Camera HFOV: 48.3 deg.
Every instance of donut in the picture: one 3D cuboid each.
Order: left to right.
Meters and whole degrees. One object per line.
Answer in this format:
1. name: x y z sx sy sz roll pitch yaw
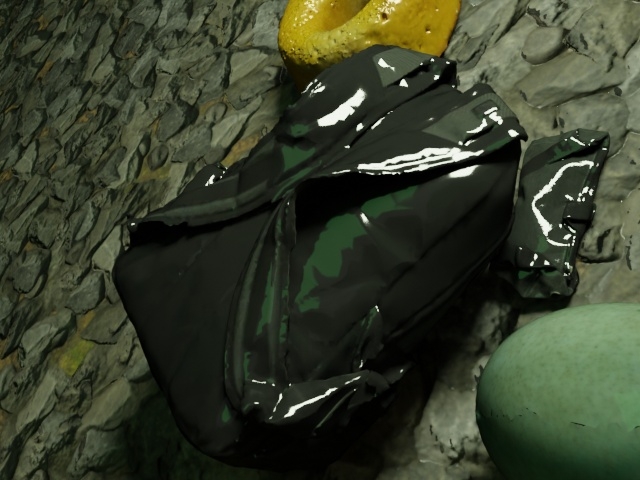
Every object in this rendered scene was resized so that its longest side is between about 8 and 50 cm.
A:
1. donut: 0.055 -0.313 0.993 0.277 0.108 0.277 -20 51 26

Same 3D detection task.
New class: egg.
1. egg: 0.218 0.129 0.518 0.236 0.169 0.169 -16 48 62

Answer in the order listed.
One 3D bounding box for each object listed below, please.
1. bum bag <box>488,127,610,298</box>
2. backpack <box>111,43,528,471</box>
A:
1. bum bag: 0.228 -0.034 0.716 0.087 0.049 0.198 8 67 37
2. backpack: 0.000 0.000 0.730 0.446 0.255 0.363 -46 48 0
